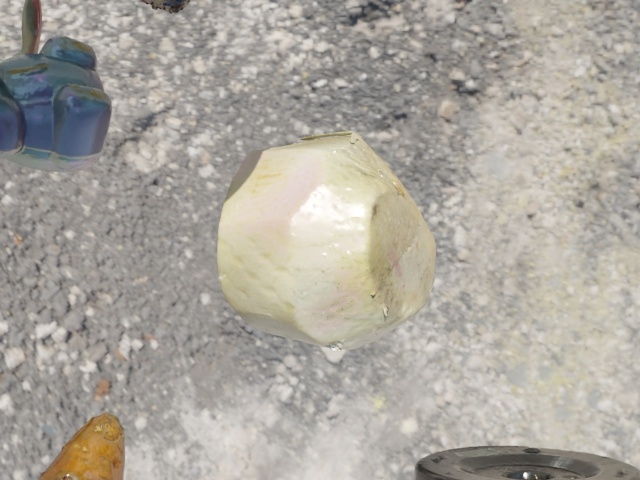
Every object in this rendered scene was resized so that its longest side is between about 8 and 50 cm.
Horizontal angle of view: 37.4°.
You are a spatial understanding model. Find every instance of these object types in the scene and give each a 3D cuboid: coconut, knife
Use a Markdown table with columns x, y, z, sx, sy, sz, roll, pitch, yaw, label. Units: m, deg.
| x | y | z | sx | sy | sz | roll | pitch | yaw | label |
| --- | --- | --- | --- | --- | --- | --- | --- | --- | --- |
| 0.000 | 0.000 | 1.441 | 0.352 | 0.352 | 0.353 | -8 | 106 | -29 | coconut |
| -0.427 | -0.261 | 1.366 | 0.035 | 0.018 | 0.247 | 7 | 140 | -18 | knife |

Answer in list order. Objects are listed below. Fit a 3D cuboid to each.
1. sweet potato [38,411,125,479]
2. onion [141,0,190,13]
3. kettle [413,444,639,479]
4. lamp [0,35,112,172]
| x | y | z | sx | sy | sz | roll | pitch | yaw | label |
| --- | --- | --- | --- | --- | --- | --- | --- | --- | --- |
| -0.209 | 0.295 | 0.649 | 0.112 | 0.112 | 0.359 | 35 | 75 | -32 | sweet potato |
| -0.197 | -0.335 | 1.007 | 0.272 | 0.272 | 0.195 | -22 | 105 | -24 | onion |
| 0.178 | 0.348 | 0.893 | 0.207 | 0.268 | 0.291 | 0 | 89 | -27 | kettle |
| -0.448 | -0.159 | 1.233 | 0.301 | 0.247 | 0.247 | 1 | 136 | -29 | lamp |
